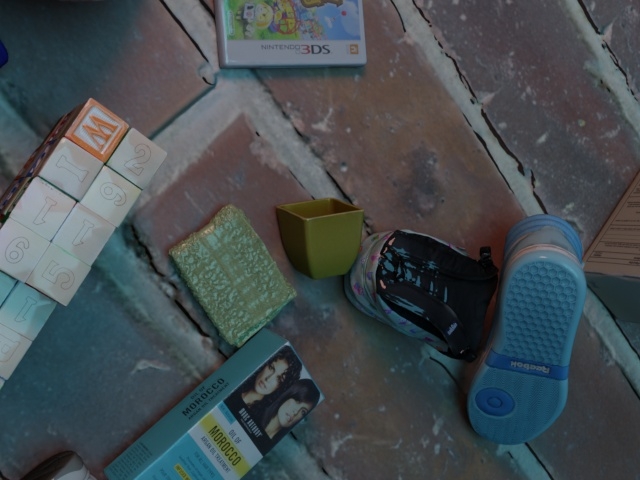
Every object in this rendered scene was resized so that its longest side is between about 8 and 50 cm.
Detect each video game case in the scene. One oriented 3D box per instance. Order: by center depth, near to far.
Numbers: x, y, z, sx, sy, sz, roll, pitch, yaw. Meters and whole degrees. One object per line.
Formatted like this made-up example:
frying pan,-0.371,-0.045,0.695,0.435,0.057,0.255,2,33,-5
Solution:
video game case,-0.038,-0.316,0.989,0.193,0.023,0.213,-7,95,-27

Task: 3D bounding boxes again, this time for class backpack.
backpack,0.122,0.060,1.035,0.182,0.115,0.152,25,69,-25

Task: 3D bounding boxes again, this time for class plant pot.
plant pot,0.000,0.000,0.993,0.081,0.081,0.083,-10,108,-27

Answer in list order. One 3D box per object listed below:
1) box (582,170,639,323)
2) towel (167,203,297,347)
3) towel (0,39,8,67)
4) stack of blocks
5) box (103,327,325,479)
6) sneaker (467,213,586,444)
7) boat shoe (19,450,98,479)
box,0.519,0.001,1.217,0.127,0.148,0.232,44,74,-23
towel,-0.103,0.043,0.967,0.110,0.027,0.148,-40,110,-20
towel,-0.433,-0.139,0.705,0.076,0.228,0.308,35,70,16
stack of blocks,-0.284,0.016,0.792,0.087,0.171,0.297,37,76,-23
box,-0.116,0.220,0.939,0.244,0.060,0.101,-41,120,-20
sneaker,0.288,0.111,1.122,0.127,0.208,0.319,16,122,9
boat shoe,-0.341,0.353,0.809,0.320,0.118,0.103,-44,106,-26
